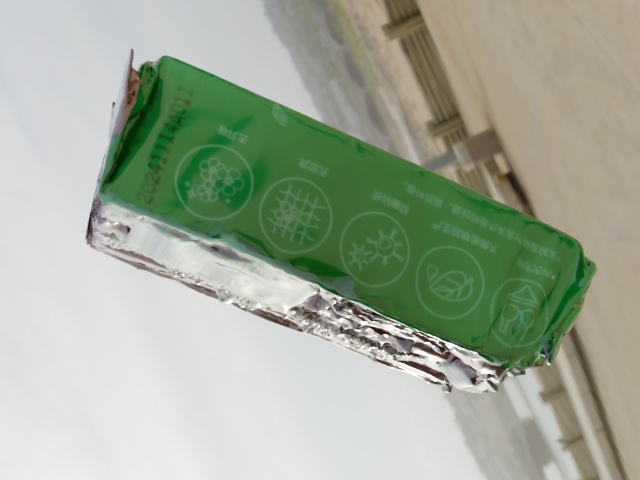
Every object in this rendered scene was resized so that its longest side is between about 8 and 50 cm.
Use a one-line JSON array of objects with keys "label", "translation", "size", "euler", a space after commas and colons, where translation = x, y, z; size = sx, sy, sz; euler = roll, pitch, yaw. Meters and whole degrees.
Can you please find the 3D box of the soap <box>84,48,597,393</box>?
[{"label": "soap", "translation": [-0.001, 0.002, 0.548], "size": [0.273, 0.098, 0.218], "euler": [22, 169, -12]}]
